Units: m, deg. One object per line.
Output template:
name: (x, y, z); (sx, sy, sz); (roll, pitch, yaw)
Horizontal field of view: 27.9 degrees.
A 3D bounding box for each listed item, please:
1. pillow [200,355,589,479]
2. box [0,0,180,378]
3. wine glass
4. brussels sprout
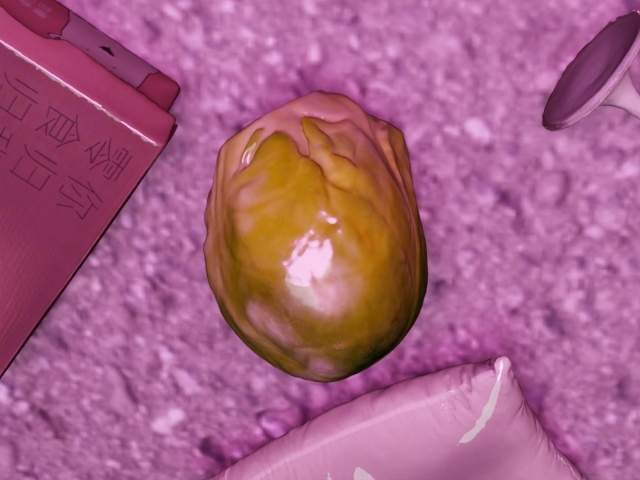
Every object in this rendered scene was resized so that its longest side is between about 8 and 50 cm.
pillow: (0.039, 0.160, 0.814); (0.254, 0.078, 0.144); (-27, 123, 21)
box: (-0.216, -0.056, 0.718); (0.215, 0.086, 0.215); (33, 118, -12)
wine glass: (0.215, -0.033, 0.678); (0.195, 0.079, 0.079); (36, 118, -12)
brussels sprout: (-0.004, 0.002, 0.692); (0.117, 0.155, 0.155); (-24, 114, 20)
